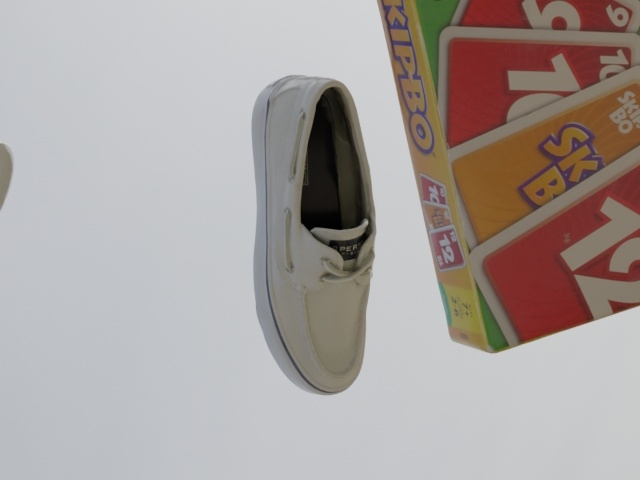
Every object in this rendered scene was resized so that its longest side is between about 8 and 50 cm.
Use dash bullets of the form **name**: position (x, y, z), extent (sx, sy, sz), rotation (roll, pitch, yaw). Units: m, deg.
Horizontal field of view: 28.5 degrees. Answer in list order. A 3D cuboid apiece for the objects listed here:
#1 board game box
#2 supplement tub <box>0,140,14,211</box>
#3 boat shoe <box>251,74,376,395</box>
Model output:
- **board game box**: position (0.149, -0.060, 0.401), extent (0.260, 0.039, 0.124), rotation (-16, -80, -19)
- **supplement tub**: position (-0.354, -0.066, 0.967), extent (0.144, 0.200, 0.144), rotation (-61, -7, -13)
- **boat shoe**: position (0.000, 0.000, 0.981), extent (0.095, 0.084, 0.258), rotation (-16, -79, -30)
